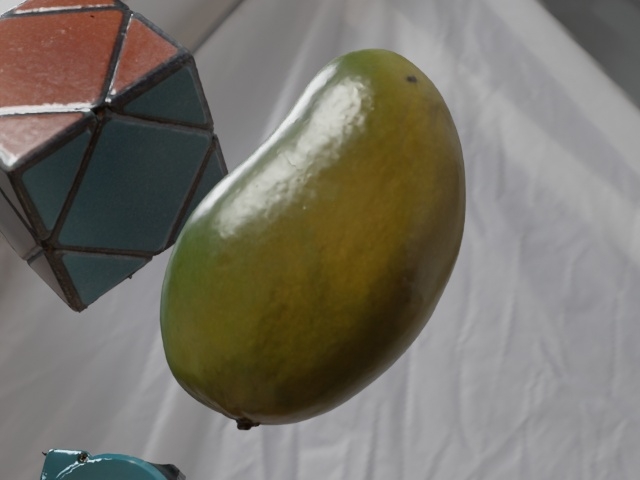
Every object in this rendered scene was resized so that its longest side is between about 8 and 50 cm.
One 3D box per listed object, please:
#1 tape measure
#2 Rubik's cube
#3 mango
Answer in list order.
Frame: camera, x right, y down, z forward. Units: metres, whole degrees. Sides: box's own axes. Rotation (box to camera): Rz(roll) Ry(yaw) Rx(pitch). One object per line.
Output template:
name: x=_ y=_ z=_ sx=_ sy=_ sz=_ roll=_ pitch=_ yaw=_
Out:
tape measure: x=-0.170 y=0.237 z=1.095 sx=0.146 sy=0.125 sz=0.081 roll=4 pitch=-22 yaw=11
Rubik's cube: x=-0.234 y=-0.097 z=1.311 sx=0.207 sy=0.205 sz=0.205 roll=38 pitch=-25 yaw=35
mango: x=0.001 y=0.004 z=0.652 sx=0.122 sy=0.191 sz=0.085 roll=42 pitch=7 yaw=26
